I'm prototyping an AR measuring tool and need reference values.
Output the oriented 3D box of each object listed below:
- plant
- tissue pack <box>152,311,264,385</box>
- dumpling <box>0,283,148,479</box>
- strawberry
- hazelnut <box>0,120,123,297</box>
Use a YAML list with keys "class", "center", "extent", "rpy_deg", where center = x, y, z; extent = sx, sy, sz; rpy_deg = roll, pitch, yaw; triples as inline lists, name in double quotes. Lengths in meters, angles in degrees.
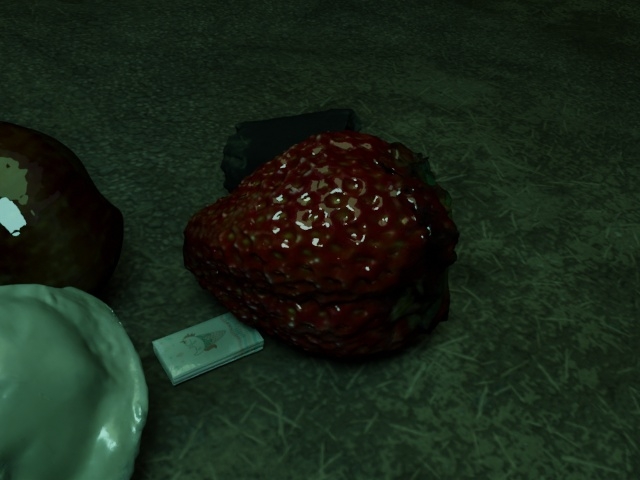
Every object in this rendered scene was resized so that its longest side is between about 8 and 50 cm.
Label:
- class: "plant"
  center: [-0.002, -0.094, 0.875]
  extent: [0.255, 0.142, 0.164]
  rpy_deg: [12, 38, 9]
- class: "tissue pack"
  center: [-0.120, 0.113, 0.694]
  extent: [0.108, 0.023, 0.056]
  rpy_deg: [-20, 48, -30]
- class: "dumpling"
  center: [-0.271, 0.168, 0.526]
  extent: [0.227, 0.243, 0.175]
  rpy_deg: [50, 7, 6]
- class: "strawberry"
  center: [0.000, 0.000, 0.691]
  extent: [0.288, 0.250, 0.239]
  rpy_deg: [-5, 39, 10]
- class: "hazelnut"
  center: [-0.328, -0.015, 0.657]
  extent: [0.233, 0.218, 0.218]
  rpy_deg: [19, 41, 15]
